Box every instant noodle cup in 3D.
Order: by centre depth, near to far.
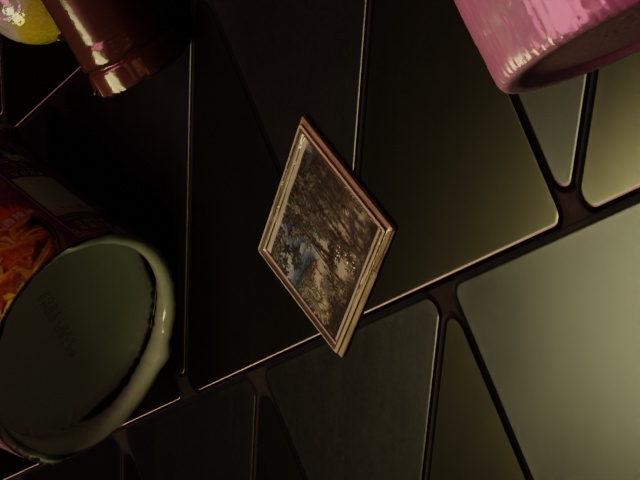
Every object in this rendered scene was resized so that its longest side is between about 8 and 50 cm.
[{"bbox_3d":[-0.326,0.059,2.011,0.266,0.340,0.340,26,129,38],"label":"instant noodle cup"}]

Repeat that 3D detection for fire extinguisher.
[{"bbox_3d":[-0.255,-0.295,1.802,0.141,0.105,0.341,-17,109,42],"label":"fire extinguisher"}]

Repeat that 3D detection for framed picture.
[{"bbox_3d":[0.000,0.000,1.744,0.142,0.011,0.183,52,144,26],"label":"framed picture"}]

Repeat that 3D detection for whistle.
[{"bbox_3d":[-0.298,-0.251,1.972,0.223,0.123,0.123,-174,67,-71],"label":"whistle"}]

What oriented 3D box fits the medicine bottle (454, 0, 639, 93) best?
[{"bbox_3d":[0.117,-0.301,1.195,0.219,0.219,0.388,-31,81,58],"label":"medicine bottle"}]
